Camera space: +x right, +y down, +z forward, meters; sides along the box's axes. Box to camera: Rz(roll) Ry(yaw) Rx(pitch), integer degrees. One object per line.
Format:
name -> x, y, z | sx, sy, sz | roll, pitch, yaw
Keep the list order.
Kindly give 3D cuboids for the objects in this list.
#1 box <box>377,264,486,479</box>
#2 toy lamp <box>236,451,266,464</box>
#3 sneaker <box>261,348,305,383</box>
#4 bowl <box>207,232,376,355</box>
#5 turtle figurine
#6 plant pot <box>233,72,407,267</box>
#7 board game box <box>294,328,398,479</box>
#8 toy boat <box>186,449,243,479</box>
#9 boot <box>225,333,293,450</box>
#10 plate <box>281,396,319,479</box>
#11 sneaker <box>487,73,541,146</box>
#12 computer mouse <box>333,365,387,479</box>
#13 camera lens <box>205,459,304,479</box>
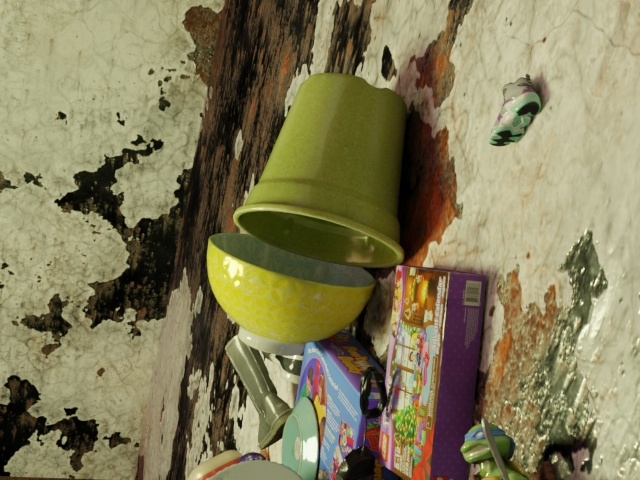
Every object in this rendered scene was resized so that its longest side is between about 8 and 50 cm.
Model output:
box -> 0.148, 0.184, 1.437 | 0.201, 0.057, 0.293 | -177, 92, -75
toy lamp -> -0.119, 0.536, 2.185 | 0.274, 0.080, 0.080 | -126, 45, -67
sneaker -> -0.053, 0.197, 2.102 | 0.217, 0.079, 0.121 | -144, 67, -65
bowl -> -0.065, 0.102, 1.758 | 0.289, 0.290, 0.156 | -136, 58, -69
turtle figurine -> 0.155, 0.327, 1.061 | 0.275, 0.198, 0.266 | 20, -130, -66
plant pot -> 0.026, -0.117, 1.668 | 0.276, 0.276, 0.253 | 150, 136, -70
board game box -> 0.039, 0.308, 1.726 | 0.347, 0.078, 0.233 | -136, 54, -70
toy boat -> -0.238, 0.613, 2.499 | 0.151, 0.151, 0.231 | 56, 147, 19
boot -> -0.134, 0.311, 2.154 | 0.208, 0.076, 0.189 | 51, 142, 17
plate -> -0.041, 0.362, 1.793 | 0.188, 0.024, 0.188 | -174, 90, -74
sneaker -> 0.239, -0.167, 1.303 | 0.098, 0.038, 0.069 | -49, 35, 47
computer mouse -> 0.051, 0.290, 1.507 | 0.041, 0.071, 0.242 | 24, 110, 42
camera lens -> -0.091, 0.518, 1.697 | 0.219, 0.219, 0.274 | -104, 4, -48
